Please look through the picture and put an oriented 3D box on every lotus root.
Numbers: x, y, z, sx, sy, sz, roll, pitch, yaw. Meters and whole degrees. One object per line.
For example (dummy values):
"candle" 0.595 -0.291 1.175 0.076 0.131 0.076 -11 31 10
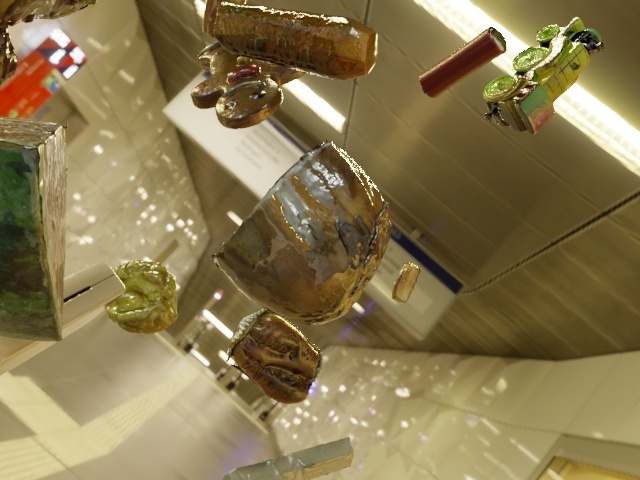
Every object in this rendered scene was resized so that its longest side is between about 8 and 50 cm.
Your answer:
"lotus root" 0.000 0.000 0.971 0.192 0.272 0.272 42 -10 16

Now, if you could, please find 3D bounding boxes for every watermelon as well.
"watermelon" -0.395 -0.027 0.806 0.283 0.250 0.292 18 9 8

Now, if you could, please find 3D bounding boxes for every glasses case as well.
"glasses case" -0.478 0.140 1.164 0.076 0.144 0.336 53 23 -2

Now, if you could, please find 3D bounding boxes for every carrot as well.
"carrot" -0.046 -0.366 1.261 0.302 0.114 0.114 15 -20 19

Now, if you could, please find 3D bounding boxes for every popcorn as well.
"popcorn" -0.425 0.139 1.674 0.198 0.197 0.156 36 7 28

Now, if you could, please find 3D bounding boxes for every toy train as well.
"toy train" 0.480 -0.355 1.476 0.100 0.296 0.161 49 -11 -33

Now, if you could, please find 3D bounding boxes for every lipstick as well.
"lipstick" 0.365 -0.457 1.780 0.080 0.080 0.241 45 -46 -18

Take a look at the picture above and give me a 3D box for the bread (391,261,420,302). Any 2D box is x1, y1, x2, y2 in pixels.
"bread" 0.220 0.109 1.794 0.053 0.105 0.072 24 -9 -8

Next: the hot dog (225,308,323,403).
"hot dog" -0.095 0.263 1.547 0.270 0.162 0.082 47 -12 -34

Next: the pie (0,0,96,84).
"pie" -0.342 -0.404 0.704 0.181 0.418 0.395 5 -46 8

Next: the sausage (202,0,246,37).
"sausage" -0.219 -0.620 1.650 0.109 0.270 0.109 13 22 -5

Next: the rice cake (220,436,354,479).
"rice cake" -0.050 0.378 1.140 0.256 0.057 0.052 -2 29 -40

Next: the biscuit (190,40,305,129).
"biscuit" -0.172 -0.394 1.602 0.432 0.283 0.064 -95 167 -51
